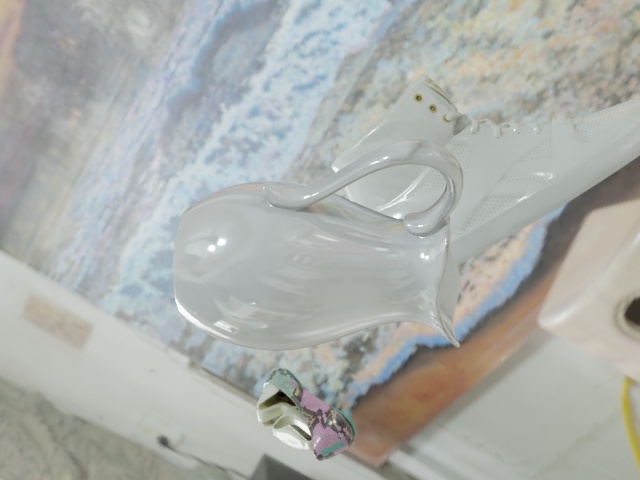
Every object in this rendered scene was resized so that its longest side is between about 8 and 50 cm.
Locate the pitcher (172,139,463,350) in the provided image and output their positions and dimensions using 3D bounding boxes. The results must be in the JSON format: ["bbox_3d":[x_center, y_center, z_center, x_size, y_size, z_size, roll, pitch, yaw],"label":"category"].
[{"bbox_3d":[0.000,0.000,0.752,0.125,0.207,0.178,-81,-9,-50],"label":"pitcher"}]

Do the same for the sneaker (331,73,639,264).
[{"bbox_3d":[0.155,-0.092,0.933,0.292,0.169,0.108,-29,-4,0],"label":"sneaker"}]

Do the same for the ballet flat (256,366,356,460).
[{"bbox_3d":[-0.036,0.230,1.379,0.079,0.077,0.221,-25,25,-21],"label":"ballet flat"}]
